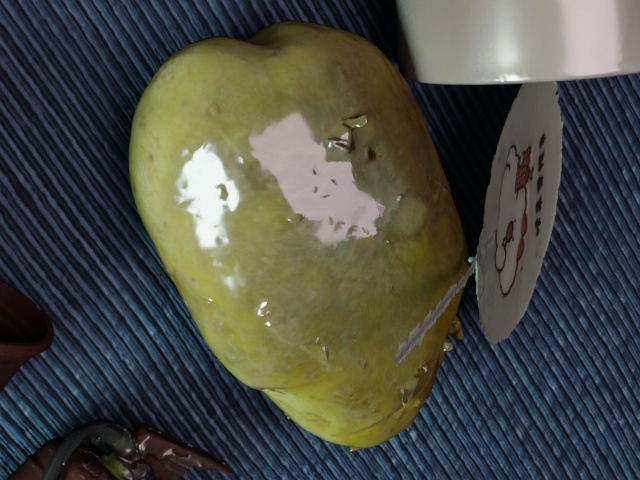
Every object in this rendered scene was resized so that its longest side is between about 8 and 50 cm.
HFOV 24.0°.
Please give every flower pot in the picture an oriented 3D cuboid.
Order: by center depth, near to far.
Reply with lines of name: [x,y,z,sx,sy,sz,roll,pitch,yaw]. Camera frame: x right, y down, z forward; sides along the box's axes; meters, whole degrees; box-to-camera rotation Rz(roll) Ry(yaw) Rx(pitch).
flower pot: [-0.221,0.070,0.866,0.111,0.111,0.089,21,104,-30]

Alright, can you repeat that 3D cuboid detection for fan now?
fan: [0.105,0.003,0.960,0.329,0.009,0.191,-45,140,-54]

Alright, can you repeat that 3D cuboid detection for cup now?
cup: [0.155,-0.215,0.967,0.253,0.191,0.200,-21,110,-54]

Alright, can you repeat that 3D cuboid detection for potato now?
potato: [0.000,0.000,0.942,0.191,0.141,0.296,-33,116,-19]

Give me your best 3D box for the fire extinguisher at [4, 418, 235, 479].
fire extinguisher: [-0.198,0.233,0.910,0.341,0.105,0.141,-43,132,-13]
